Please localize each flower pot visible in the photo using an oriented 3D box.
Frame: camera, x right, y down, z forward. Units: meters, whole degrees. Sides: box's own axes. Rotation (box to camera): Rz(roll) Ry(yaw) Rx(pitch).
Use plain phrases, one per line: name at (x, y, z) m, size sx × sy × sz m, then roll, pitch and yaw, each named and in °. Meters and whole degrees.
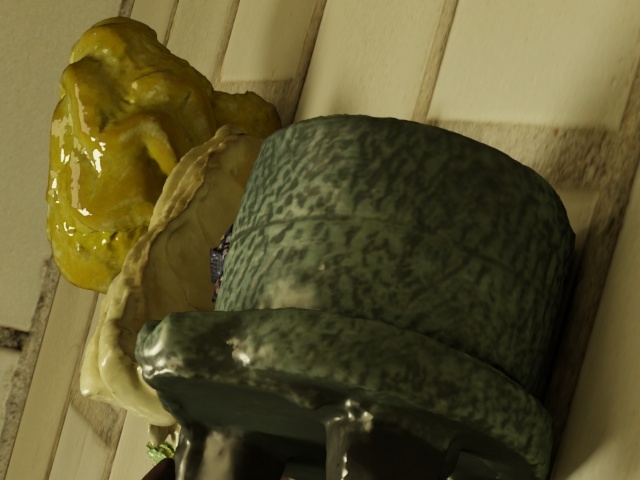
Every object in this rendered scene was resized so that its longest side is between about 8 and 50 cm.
flower pot at (0.017, 0.081, 1.375) m, size 0.299 × 0.299 × 0.283 m, roll 143°, pitch 144°, yaw -66°

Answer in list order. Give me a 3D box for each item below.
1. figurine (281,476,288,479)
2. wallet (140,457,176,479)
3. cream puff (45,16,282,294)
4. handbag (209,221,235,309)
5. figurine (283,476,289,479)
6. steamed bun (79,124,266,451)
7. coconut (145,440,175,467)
figurine at (-0.082, 0.318, 1.729) m, size 0.263 × 0.189 × 0.142 m, roll -62°, pitch 34°, yaw 3°
wallet at (-0.216, 0.321, 1.891) m, size 0.182 × 0.049 × 0.229 m, roll -58°, pitch -1°, yaw 36°
cream puff at (-0.180, -0.093, 2.280) m, size 0.274 × 0.269 × 0.323 m, roll 85°, pitch -170°, yaw -82°
handbag at (0.000, 0.000, 1.767) m, size 0.228 × 0.127 × 0.208 m, roll -32°, pitch 15°, yaw 8°
figurine at (-0.016, 0.128, 1.804) m, size 0.093 × 0.147 × 0.197 m, roll 39°, pitch -114°, yaw -58°
steamed bun at (-0.107, 0.085, 1.990) m, size 0.189 × 0.247 × 0.428 m, roll -46°, pitch 14°, yaw 36°
coconut at (-0.188, 0.302, 2.344) m, size 0.158 × 0.055 × 0.133 m, roll 126°, pitch 156°, yaw -49°
